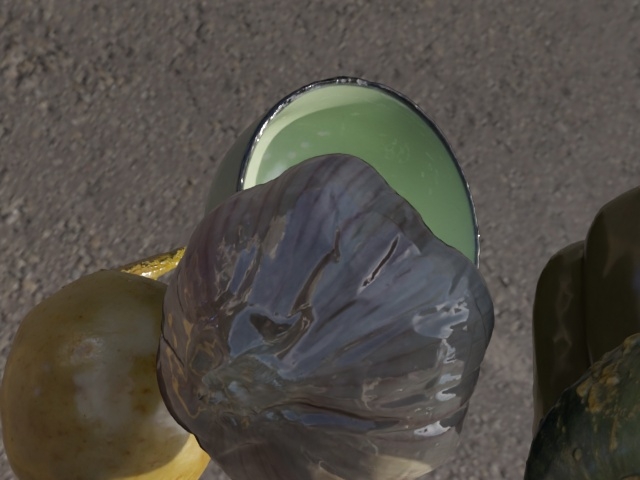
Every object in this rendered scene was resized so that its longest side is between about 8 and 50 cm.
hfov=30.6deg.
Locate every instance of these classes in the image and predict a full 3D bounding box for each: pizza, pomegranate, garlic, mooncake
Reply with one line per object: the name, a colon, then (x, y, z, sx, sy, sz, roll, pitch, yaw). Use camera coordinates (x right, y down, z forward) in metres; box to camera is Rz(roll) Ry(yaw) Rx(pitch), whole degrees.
pizza: (-0.308, 0.073, 1.941, 0.204, 0.188, 0.080, -20, 91, -45)
pomegranate: (-0.244, 0.178, 1.374, 0.307, 0.307, 0.307, 19, 52, -27)
garlic: (-0.006, 0.096, 1.023, 0.317, 0.317, 0.259, 58, 27, 8)
mooncake: (0.428, 0.096, 1.110, 0.467, 0.467, 0.262, 8, 69, -34)

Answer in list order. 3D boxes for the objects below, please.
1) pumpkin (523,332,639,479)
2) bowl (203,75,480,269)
pumpkin: (0.274, 0.181, 0.693, 0.257, 0.291, 0.327, 20, 40, -25)
bowl: (0.000, 0.000, 1.370, 0.354, 0.185, 0.354, 6, 79, -37)
